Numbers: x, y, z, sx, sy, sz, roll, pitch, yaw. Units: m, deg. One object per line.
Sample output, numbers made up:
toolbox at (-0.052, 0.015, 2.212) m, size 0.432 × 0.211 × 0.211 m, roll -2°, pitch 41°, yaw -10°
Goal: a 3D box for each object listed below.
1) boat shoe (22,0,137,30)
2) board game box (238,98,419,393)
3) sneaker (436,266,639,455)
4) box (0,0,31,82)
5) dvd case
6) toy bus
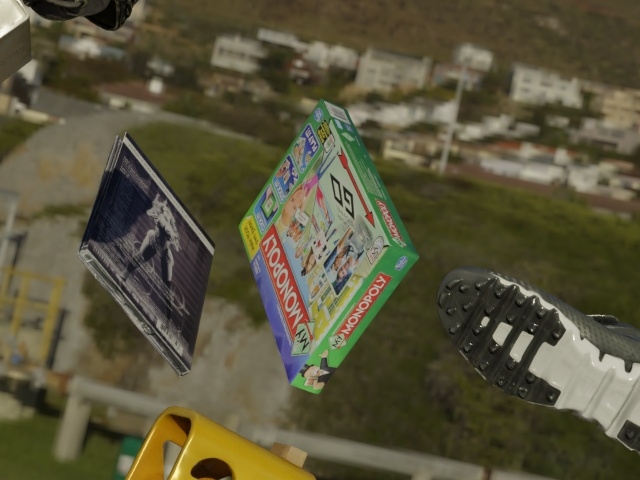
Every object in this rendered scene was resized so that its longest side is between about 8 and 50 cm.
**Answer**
boat shoe at (-0.157, -0.173, 0.902) m, size 0.080 × 0.073 × 0.223 m, roll 15°, pitch 4°, yaw 11°
board game box at (0.000, 0.000, 1.717) m, size 0.046 × 0.213 × 0.317 m, roll 21°, pitch 27°, yaw -29°
sneaker at (0.192, 0.088, 1.099) m, size 0.234 × 0.078 × 0.106 m, roll 29°, pitch 16°, yaw 1°
box at (-0.458, -0.264, 1.829) m, size 0.121 × 0.148 × 0.311 m, roll 53°, pitch -9°, yaw -4°
dvd case at (-0.168, 0.009, 1.423) m, size 0.018 × 0.221 × 0.164 m, roll -26°, pitch -62°, yaw 20°
toy bus at (-0.050, 0.203, 1.101) m, size 0.191 × 0.104 × 0.202 m, roll 20°, pitch -14°, yaw 21°
